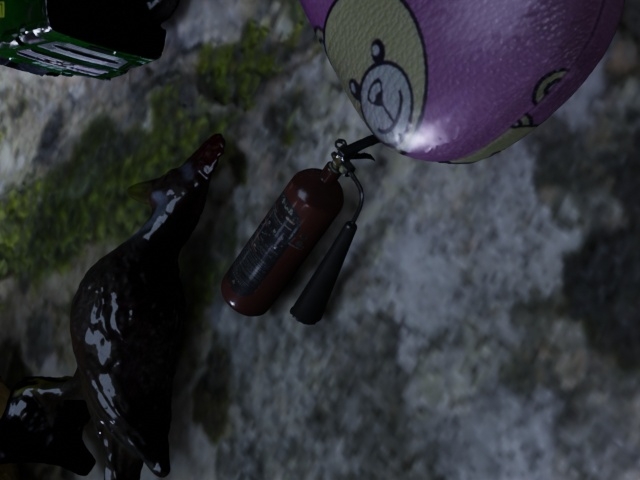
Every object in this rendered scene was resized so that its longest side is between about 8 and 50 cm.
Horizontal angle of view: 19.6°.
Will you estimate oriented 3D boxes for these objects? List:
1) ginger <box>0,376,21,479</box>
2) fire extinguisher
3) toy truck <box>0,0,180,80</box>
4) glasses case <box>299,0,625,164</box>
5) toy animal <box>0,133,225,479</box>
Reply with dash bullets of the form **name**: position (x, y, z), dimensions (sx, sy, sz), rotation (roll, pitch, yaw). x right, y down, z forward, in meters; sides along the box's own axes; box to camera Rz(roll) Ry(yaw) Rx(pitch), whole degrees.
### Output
- **ginger**: position (-0.187, 0.126, 0.902), dimensions (0.115, 0.081, 0.205), rotation (-41, 53, 20)
- **fire extinguisher**: position (-0.005, 0.000, 0.769), dimensions (0.100, 0.032, 0.046), rotation (-53, 37, 34)
- **toy truck**: position (-0.127, -0.207, 0.906), dimensions (0.121, 0.088, 0.259), rotation (-9, 74, 45)
- **glasses case**: position (0.025, -0.172, 0.739), dimensions (0.123, 0.076, 0.316), rotation (-42, 54, 33)
- **toy animal**: position (-0.087, 0.043, 0.841), dimensions (0.105, 0.070, 0.202), rotation (27, 96, 37)
